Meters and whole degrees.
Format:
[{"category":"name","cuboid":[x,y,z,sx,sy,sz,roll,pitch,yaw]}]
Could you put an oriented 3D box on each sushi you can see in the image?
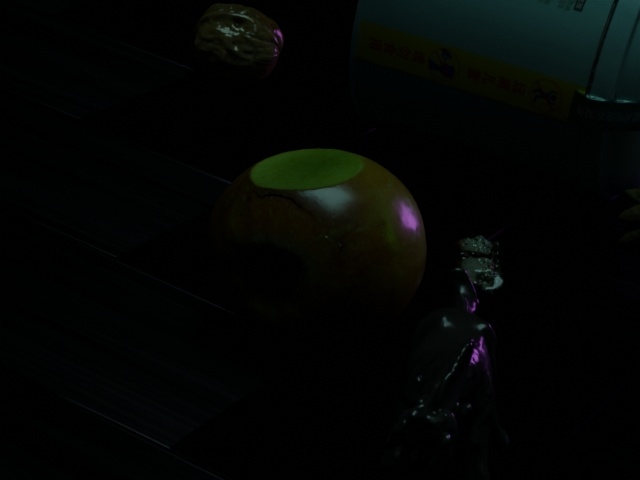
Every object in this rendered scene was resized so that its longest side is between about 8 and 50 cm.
[{"category":"sushi","cuboid":[0.127,0.022,1.565,0.046,0.044,0.083,7,24,-9]}]

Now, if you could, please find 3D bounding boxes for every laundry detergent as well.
[{"category":"laundry detergent","cuboid":[0.224,-0.200,1.775,0.305,0.287,0.287,20,28,19]}]

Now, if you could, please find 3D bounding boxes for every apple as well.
[{"category":"apple","cuboid":[0.002,0.006,1.439,0.163,0.146,0.147,7,29,30]}]

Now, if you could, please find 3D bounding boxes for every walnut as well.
[{"category":"walnut","cuboid":[-0.087,-0.204,1.914,0.096,0.082,0.079,14,54,5]}]

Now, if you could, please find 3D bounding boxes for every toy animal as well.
[{"category":"toy animal","cuboid":[0.093,0.109,1.258,0.085,0.148,0.232,15,26,7]}]

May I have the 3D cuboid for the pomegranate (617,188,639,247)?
[{"category":"pomegranate","cuboid":[0.352,-0.013,1.620,0.159,0.159,0.205,-16,13,-42]}]
